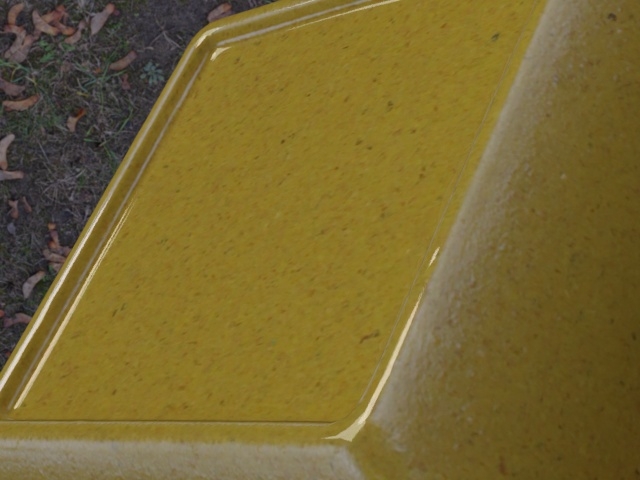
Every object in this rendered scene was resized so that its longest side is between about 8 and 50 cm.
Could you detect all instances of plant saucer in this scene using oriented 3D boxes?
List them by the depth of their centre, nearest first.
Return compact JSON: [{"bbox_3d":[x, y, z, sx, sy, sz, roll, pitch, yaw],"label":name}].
[{"bbox_3d":[0.000,0.000,0.581,0.332,0.081,0.333,-8,47,46],"label":"plant saucer"}]
